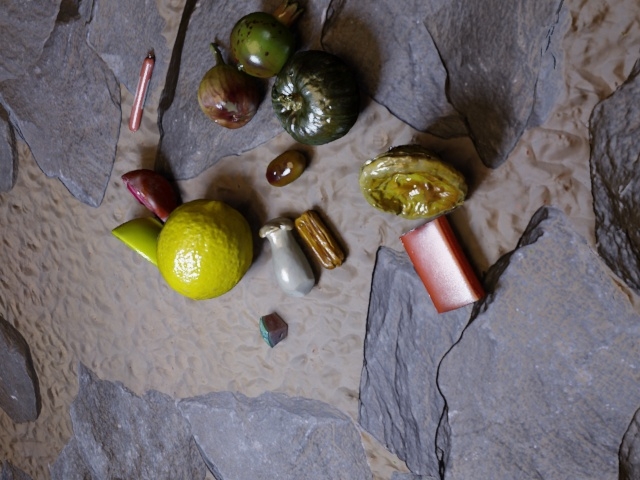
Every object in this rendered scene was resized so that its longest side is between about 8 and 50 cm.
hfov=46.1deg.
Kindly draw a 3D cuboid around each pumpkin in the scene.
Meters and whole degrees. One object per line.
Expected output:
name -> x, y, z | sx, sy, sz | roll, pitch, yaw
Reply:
pumpkin -> -0.015, -0.321, 1.707 | 0.223, 0.157, 0.224 | 23, 123, 41

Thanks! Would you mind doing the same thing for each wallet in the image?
wallet -> 0.271, 0.055, 1.682 | 0.142, 0.045, 0.204 | -30, 86, 49

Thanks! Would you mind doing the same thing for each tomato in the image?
tomato -> -0.469, -0.138, 2.125 | 0.189, 0.099, 0.173 | 35, 163, 40

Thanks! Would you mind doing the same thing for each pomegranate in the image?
pomegranate -> -0.121, -0.474, 1.753 | 0.159, 0.159, 0.205 | 44, 100, 18

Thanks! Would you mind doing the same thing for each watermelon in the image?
watermelon -> -0.132, 0.238, 2.034 | 0.072, 0.092, 0.084 | -40, 87, -1

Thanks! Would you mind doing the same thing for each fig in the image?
fig -> -0.254, -0.385, 1.875 | 0.143, 0.160, 0.231 | -41, 73, -3

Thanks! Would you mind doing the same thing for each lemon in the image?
lemon -> -0.308, 0.029, 1.984 | 0.253, 0.253, 0.310 | 38, 125, 21

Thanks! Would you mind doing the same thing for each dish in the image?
dish -> -0.475, 0.005, 2.153 | 0.221, 0.108, 0.262 | 38, 170, -9

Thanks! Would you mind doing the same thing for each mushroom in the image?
mushroom -> -0.082, 0.044, 1.918 | 0.097, 0.088, 0.212 | -12, 95, 50

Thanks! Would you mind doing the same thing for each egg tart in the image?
egg tart -> 0.197, -0.132, 1.610 | 0.241, 0.241, 0.106 | -17, 52, 39

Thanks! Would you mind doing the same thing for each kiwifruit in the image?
kiwifruit -> -0.085, -0.178, 1.860 | 0.124, 0.075, 0.075 | -34, 83, 42

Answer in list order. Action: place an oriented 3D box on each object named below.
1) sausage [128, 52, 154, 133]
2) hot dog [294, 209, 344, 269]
sausage -> -0.507, -0.413, 2.126 | 0.034, 0.034, 0.253 | 37, 124, 22
hot dog -> 0.000, 0.000, 1.871 | 0.071, 0.045, 0.165 | -42, 78, 36
